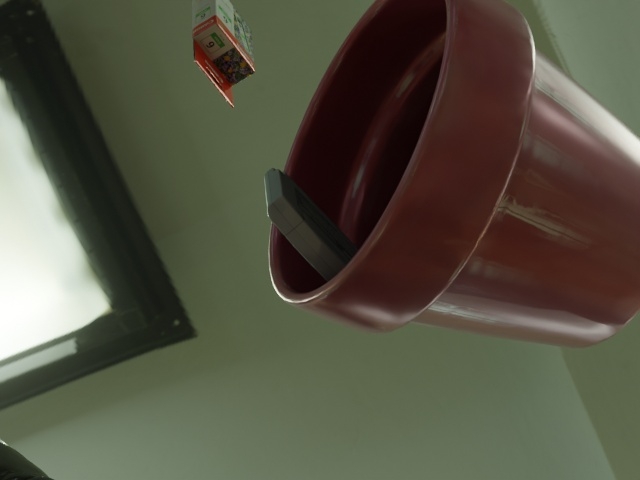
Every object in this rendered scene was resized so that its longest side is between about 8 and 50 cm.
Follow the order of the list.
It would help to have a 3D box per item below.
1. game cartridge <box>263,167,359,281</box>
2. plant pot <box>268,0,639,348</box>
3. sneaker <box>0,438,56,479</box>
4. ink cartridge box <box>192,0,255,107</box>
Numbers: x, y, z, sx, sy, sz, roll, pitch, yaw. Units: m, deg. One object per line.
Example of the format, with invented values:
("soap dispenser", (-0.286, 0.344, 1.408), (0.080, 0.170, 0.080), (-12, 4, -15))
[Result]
("game cartridge", (0.000, 0.000, 0.604), (0.017, 0.056, 0.083), (-41, -69, 9))
("plant pot", (0.094, -0.027, 0.636), (0.180, 0.201, 0.201), (23, -75, -19))
("sneaker", (-0.273, 0.302, 0.849), (0.147, 0.104, 0.295), (4, -107, 44))
("ink cartridge box", (-0.087, -0.177, 1.002), (0.029, 0.115, 0.063), (-28, -53, 16))
